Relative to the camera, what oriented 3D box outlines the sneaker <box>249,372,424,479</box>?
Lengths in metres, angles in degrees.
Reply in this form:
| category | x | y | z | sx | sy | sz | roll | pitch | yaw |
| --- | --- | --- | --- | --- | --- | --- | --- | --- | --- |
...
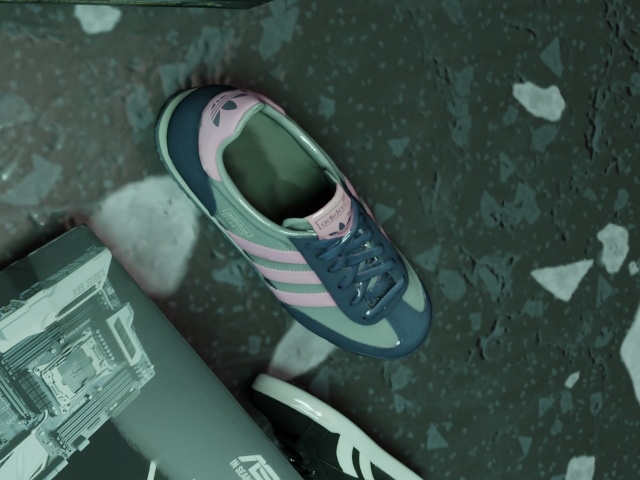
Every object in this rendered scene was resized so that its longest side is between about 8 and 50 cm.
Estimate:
| category | x | y | z | sx | sy | sz | roll | pitch | yaw |
| --- | --- | --- | --- | --- | --- | --- | --- | --- | --- |
| sneaker | 0.001 | 0.218 | 0.859 | 0.217 | 0.079 | 0.121 | 40 | 75 | -25 |

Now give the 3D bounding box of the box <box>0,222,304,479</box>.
| category | x | y | z | sx | sy | sz | roll | pitch | yaw |
| --- | --- | --- | --- | --- | --- | --- | --- | --- | --- |
| box | -0.174 | 0.162 | 0.659 | 0.242 | 0.307 | 0.076 | -34 | 150 | -20 |

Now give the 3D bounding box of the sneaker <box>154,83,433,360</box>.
| category | x | y | z | sx | sy | sz | roll | pitch | yaw |
| --- | --- | --- | --- | --- | --- | --- | --- | --- | --- |
| sneaker | 0.000 | 0.000 | 0.812 | 0.319 | 0.131 | 0.112 | 42 | 75 | -24 |

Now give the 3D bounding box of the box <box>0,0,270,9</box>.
| category | x | y | z | sx | sy | sz | roll | pitch | yaw |
| --- | --- | --- | --- | --- | --- | --- | --- | --- | --- |
| box | -0.123 | -0.206 | 0.704 | 0.231 | 0.183 | 0.056 | -5 | 98 | -26 |
